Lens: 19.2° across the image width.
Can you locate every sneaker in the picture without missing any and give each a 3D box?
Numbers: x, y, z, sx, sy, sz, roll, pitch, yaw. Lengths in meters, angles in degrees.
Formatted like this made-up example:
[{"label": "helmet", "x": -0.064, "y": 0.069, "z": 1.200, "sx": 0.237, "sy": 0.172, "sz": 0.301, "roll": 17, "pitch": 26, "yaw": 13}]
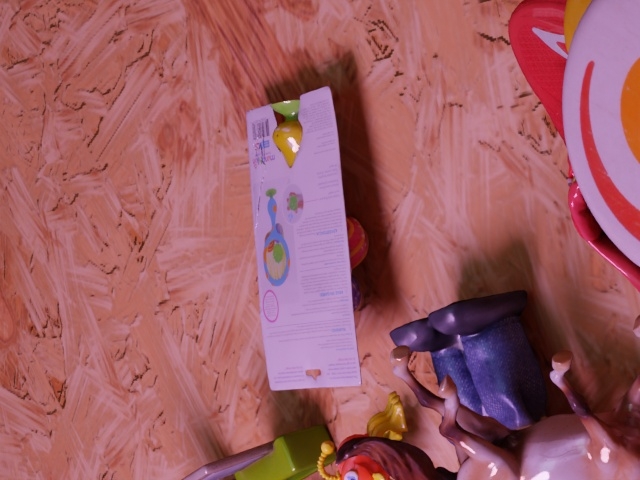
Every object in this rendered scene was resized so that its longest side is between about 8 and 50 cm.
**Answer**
[{"label": "sneaker", "x": 0.197, "y": -0.055, "z": 1.219, "sx": 0.279, "sy": 0.118, "sz": 0.107, "roll": 58, "pitch": 138, "yaw": 22}]

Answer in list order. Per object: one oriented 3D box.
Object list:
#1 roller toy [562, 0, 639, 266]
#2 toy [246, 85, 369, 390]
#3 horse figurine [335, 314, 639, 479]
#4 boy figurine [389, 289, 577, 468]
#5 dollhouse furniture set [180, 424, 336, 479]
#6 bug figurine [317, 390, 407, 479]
[{"label": "roller toy", "x": 0.232, "y": -0.073, "z": 1.031, "sx": 0.191, "sy": 0.146, "sz": 0.209, "roll": -20, "pitch": 85, "yaw": 53}, {"label": "toy", "x": 0.000, "y": 0.000, "z": 1.553, "sx": 0.137, "sy": 0.056, "sz": 0.237, "roll": -10, "pitch": 88, "yaw": 57}, {"label": "horse figurine", "x": 0.149, "y": 0.135, "z": 1.277, "sx": 0.263, "sy": 0.066, "sz": 0.174, "roll": -11, "pitch": 130, "yaw": 23}, {"label": "boy figurine", "x": 0.138, "y": 0.186, "z": 1.401, "sx": 0.177, "sy": 0.092, "sz": 0.285, "roll": -23, "pitch": 79, "yaw": 50}, {"label": "dollhouse furniture set", "x": -0.042, "y": 0.339, "z": 1.634, "sx": 0.197, "sy": 0.151, "sz": 0.301, "roll": -37, "pitch": 71, "yaw": 51}, {"label": "bug figurine", "x": 0.051, "y": 0.254, "z": 1.472, "sx": 0.216, "sy": 0.072, "sz": 0.279, "roll": -114, "pitch": 12, "yaw": -85}]
